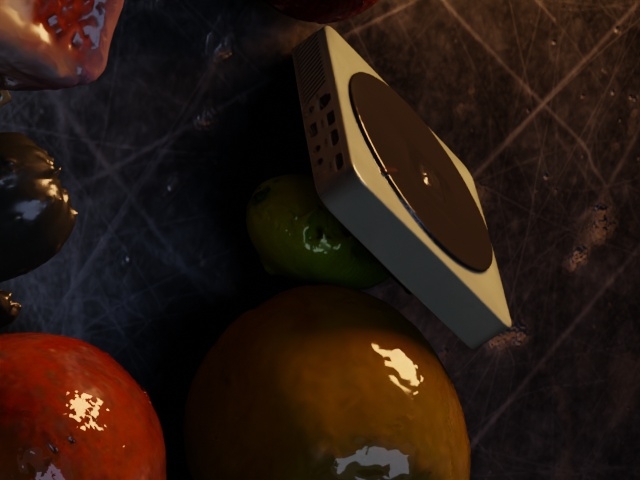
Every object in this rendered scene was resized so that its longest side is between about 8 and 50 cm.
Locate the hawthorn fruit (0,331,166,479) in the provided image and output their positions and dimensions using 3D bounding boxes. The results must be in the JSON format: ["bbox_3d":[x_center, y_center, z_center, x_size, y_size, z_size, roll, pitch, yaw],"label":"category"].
[{"bbox_3d":[-0.245,0.194,1.676,0.307,0.276,0.276,-37,120,-49],"label":"hawthorn fruit"}]

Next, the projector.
[{"bbox_3d":[0.071,-0.049,1.878,0.079,0.257,0.259,-33,125,18],"label":"projector"}]

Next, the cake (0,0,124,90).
[{"bbox_3d":[-0.273,-0.285,1.549,0.237,0.230,0.309,25,75,-41],"label":"cake"}]

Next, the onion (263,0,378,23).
[{"bbox_3d":[0.014,-0.293,1.837,0.184,0.147,0.184,-7,108,-22],"label":"onion"}]

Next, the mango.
[{"bbox_3d":[-0.001,0.000,1.897,0.100,0.119,0.178,-41,137,24],"label":"mango"}]

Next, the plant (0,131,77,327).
[{"bbox_3d":[-0.326,0.009,1.622,0.256,0.142,0.164,-29,83,-5],"label":"plant"}]

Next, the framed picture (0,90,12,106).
[{"bbox_3d":[-0.398,-0.188,1.627,0.209,0.019,0.281,-35,117,-27],"label":"framed picture"}]

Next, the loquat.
[{"bbox_3d":[0.013,0.187,1.834,0.276,0.284,0.276,-10,127,-13],"label":"loquat"}]
